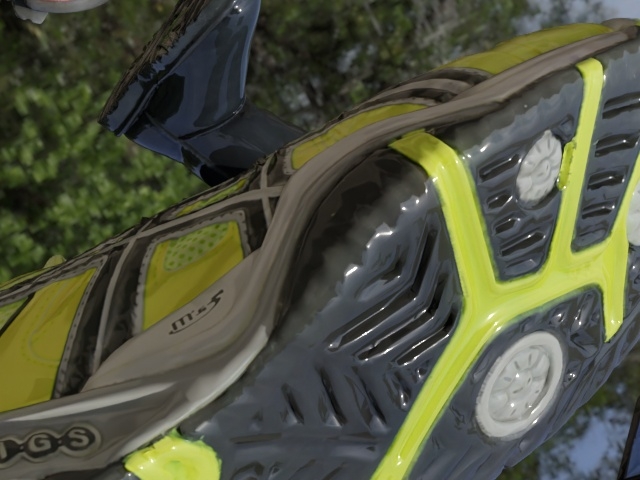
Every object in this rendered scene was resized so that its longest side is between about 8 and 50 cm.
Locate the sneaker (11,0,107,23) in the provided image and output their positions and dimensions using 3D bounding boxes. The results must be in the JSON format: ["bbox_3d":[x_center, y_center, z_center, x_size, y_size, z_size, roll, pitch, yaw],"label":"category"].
[{"bbox_3d":[-0.237,-0.239,0.726,0.276,0.135,0.097,24,-144,17],"label":"sneaker"}]

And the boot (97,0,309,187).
[{"bbox_3d":[-0.055,-0.115,1.029,0.246,0.207,0.094,-38,-152,49],"label":"boot"}]

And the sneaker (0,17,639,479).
[{"bbox_3d":[-0.030,0.029,0.393,0.384,0.145,0.147,-33,-140,-19],"label":"sneaker"}]

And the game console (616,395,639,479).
[{"bbox_3d":[0.271,0.125,0.936,0.124,0.085,0.144,-29,-162,39],"label":"game console"}]
